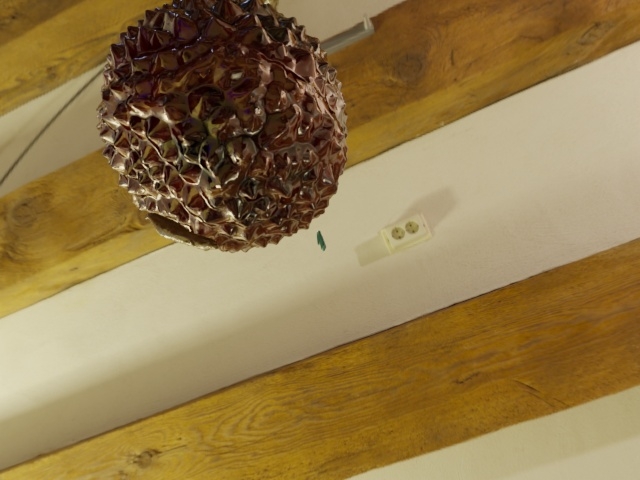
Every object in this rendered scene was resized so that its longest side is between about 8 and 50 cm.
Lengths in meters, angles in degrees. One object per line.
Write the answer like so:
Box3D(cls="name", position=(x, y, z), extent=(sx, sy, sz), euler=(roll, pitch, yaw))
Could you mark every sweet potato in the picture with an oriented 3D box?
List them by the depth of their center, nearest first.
Box3D(cls="sweet potato", position=(-0.169, -0.007, 0.550), extent=(0.115, 0.026, 0.026), euler=(22, -94, 18))

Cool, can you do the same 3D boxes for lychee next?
Box3D(cls="lychee", position=(-0.156, -0.181, 0.792), extent=(0.424, 0.500, 0.425), euler=(1, -105, -3))

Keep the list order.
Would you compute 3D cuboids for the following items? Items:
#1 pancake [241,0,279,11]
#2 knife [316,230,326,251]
Box3D(cls="pancake", position=(-0.196, -0.472, 0.982), extent=(0.282, 0.282, 0.049), euler=(-43, -89, 3))
Box3D(cls="knife", position=(0.000, 0.000, 0.640), extent=(0.005, 0.091, 0.014), euler=(21, -77, -11))
